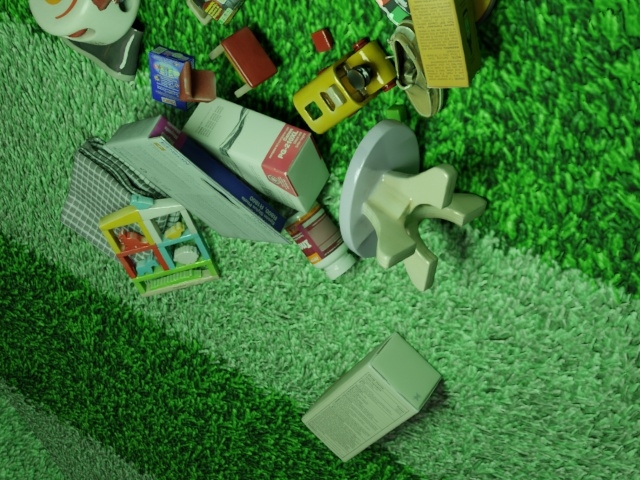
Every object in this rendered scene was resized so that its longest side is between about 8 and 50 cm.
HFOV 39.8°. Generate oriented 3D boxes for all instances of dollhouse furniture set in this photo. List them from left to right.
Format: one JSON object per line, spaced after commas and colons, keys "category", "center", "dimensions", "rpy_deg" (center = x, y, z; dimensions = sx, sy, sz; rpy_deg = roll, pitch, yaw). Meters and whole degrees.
{"category": "dollhouse furniture set", "center": [-0.246, -0.406, 1.540], "dimensions": [0.374, 0.201, 0.152], "rpy_deg": [55, 158, -8]}

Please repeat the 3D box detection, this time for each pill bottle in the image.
{"category": "pill bottle", "center": [0.000, 0.000, 1.760], "dimensions": [0.152, 0.086, 0.086], "rpy_deg": [52, 136, -6]}

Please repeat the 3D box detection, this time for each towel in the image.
{"category": "towel", "center": [-0.463, -0.076, 2.034], "dimensions": [0.283, 0.121, 0.235], "rpy_deg": [34, 134, 13]}

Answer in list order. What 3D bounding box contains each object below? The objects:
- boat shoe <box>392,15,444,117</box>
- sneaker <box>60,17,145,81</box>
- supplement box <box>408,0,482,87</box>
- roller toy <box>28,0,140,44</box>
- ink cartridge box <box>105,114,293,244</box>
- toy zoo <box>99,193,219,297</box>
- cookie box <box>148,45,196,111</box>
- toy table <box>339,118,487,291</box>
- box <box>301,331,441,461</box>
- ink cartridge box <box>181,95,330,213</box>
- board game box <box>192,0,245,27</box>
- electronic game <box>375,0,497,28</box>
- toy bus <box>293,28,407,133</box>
{"category": "boat shoe", "center": [0.148, -0.267, 1.434], "dimensions": [0.068, 0.072, 0.190], "rpy_deg": [13, 144, 35]}
{"category": "sneaker", "center": [-0.441, -0.428, 1.806], "dimensions": [0.222, 0.083, 0.118], "rpy_deg": [36, 117, 20]}
{"category": "supplement box", "center": [0.180, -0.345, 1.316], "dimensions": [0.080, 0.078, 0.233], "rpy_deg": [1, 127, 31]}
{"category": "roller toy", "center": [-0.445, -0.471, 1.683], "dimensions": [0.209, 0.146, 0.191], "rpy_deg": [-49, 65, 24]}
{"category": "ink cartridge box", "center": [-0.225, -0.114, 1.707], "dimensions": [0.324, 0.071, 0.330], "rpy_deg": [40, 162, -26]}
{"category": "toy zoo", "center": [-0.358, 0.005, 1.950], "dimensions": [0.192, 0.030, 0.293], "rpy_deg": [-14, 135, 6]}
{"category": "cookie box", "center": [-0.297, -0.326, 1.781], "dimensions": [0.092, 0.040, 0.107], "rpy_deg": [23, 131, 23]}
{"category": "toy table", "center": [0.146, -0.052, 1.516], "dimensions": [0.161, 0.252, 0.274], "rpy_deg": [37, 150, 33]}
{"category": "box", "center": [0.105, 0.342, 1.904], "dimensions": [0.148, 0.121, 0.311], "rpy_deg": [45, 137, 1]}
{"category": "ink cartridge box", "center": [-0.120, -0.164, 1.672], "dimensions": [0.237, 0.100, 0.172], "rpy_deg": [24, 164, 22]}
{"category": "board game box", "center": [-0.128, -0.489, 1.431], "dimensions": [0.136, 0.030, 0.260], "rpy_deg": [40, 98, 8]}
{"category": "electronic game", "center": [0.169, -0.415, 1.355], "dimensions": [0.229, 0.048, 0.229], "rpy_deg": [20, 131, 24]}
{"category": "toy bus", "center": [0.046, -0.264, 1.519], "dimensions": [0.191, 0.104, 0.202], "rpy_deg": [20, 131, 25]}
